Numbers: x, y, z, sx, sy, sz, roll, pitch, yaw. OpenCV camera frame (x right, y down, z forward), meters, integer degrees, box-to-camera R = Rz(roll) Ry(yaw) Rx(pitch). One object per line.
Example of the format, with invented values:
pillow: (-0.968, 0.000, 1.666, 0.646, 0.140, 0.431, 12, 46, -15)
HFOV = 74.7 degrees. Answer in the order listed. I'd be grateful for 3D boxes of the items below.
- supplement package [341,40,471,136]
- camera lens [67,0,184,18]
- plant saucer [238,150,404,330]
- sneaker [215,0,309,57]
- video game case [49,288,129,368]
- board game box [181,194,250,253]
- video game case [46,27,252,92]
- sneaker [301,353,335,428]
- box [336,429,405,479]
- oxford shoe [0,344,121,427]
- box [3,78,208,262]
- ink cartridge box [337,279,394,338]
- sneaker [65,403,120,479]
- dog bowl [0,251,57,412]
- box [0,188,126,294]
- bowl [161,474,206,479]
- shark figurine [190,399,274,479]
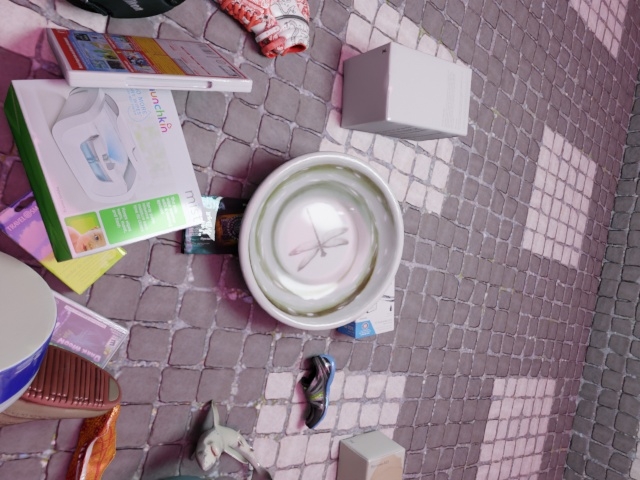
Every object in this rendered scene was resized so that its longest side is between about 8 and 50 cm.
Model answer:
supplement package: (0.221, -0.365, 1.078, 0.293, 0.175, 0.177, -1, 97, -35)
camera lens: (-0.325, -0.513, 0.649, 0.220, 0.219, 0.274, -18, 105, -33)
plant saucer: (0.000, 0.000, 0.961, 0.401, 0.101, 0.400, -4, 101, -25)
sneaker: (-0.135, -0.468, 0.868, 0.270, 0.090, 0.144, -8, 97, -37)
video game case: (-0.473, 0.190, 0.739, 0.190, 0.022, 0.173, 42, 72, -31)
board game box: (-0.202, -0.033, 0.905, 0.186, 0.026, 0.126, 2, 93, -35)
video game case: (-0.289, -0.308, 0.721, 0.285, 0.204, 0.025, -11, 134, -34)
sneaker: (-0.015, 0.380, 1.066, 0.078, 0.067, 0.188, 10, 90, -14)
box: (0.129, 0.709, 1.157, 0.148, 0.121, 0.310, 2, 94, -35)
oxford shoe: (-0.504, 0.239, 0.658, 0.348, 0.123, 0.130, 25, 102, -31)
box: (-0.348, -0.121, 0.704, 0.231, 0.127, 0.261, -20, 99, -41)
ink cartridge box: (0.122, 0.150, 1.120, 0.140, 0.082, 0.190, -4, 98, -35)
sneaker: (-0.414, 0.380, 0.787, 0.067, 0.064, 0.175, 26, 85, -54)
dog bowl: (-0.508, 0.116, 0.551, 0.265, 0.265, 0.104, 18, 117, -35)
box: (-0.445, -0.005, 0.725, 0.109, 0.042, 0.178, -49, 118, -23)
bowl: (-0.289, 0.602, 0.825, 0.312, 0.163, 0.311, -5, 98, -35)
shark figurine: (-0.217, 0.471, 0.924, 0.116, 0.166, 0.278, -33, 134, -1)
